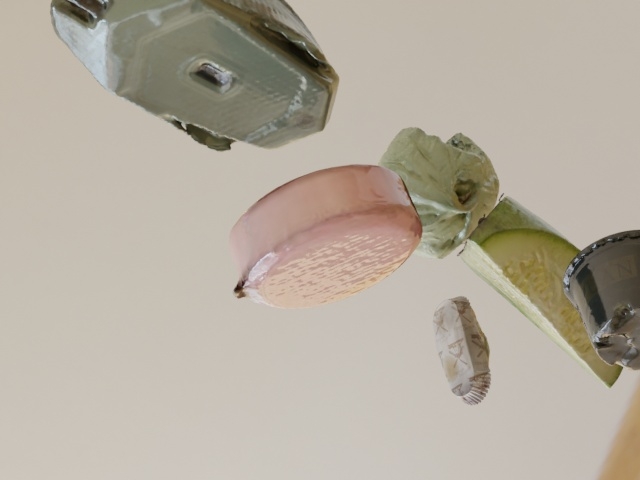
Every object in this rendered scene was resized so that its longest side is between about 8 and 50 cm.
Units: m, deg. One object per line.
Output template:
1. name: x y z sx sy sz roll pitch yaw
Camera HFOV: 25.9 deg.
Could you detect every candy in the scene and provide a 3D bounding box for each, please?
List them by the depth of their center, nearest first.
1. candy: 0.000 0.000 1.765 0.255 0.255 0.094 -46 55 44

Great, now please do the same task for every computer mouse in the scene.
1. computer mouse: -0.159 -0.271 1.873 0.228 0.429 0.145 -39 40 34

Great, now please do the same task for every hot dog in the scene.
1. hot dog: 0.237 0.185 2.321 0.099 0.053 0.192 -46 48 38

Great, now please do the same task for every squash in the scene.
1. squash: 0.329 0.065 1.885 0.111 0.288 0.203 -48 -6 -6

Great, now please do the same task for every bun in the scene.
1. bun: 0.183 -0.077 2.045 0.212 0.204 0.126 -34 29 -34

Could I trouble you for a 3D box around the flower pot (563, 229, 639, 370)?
1. flower pot: 0.366 0.076 1.605 0.157 0.157 0.107 -49 29 35
